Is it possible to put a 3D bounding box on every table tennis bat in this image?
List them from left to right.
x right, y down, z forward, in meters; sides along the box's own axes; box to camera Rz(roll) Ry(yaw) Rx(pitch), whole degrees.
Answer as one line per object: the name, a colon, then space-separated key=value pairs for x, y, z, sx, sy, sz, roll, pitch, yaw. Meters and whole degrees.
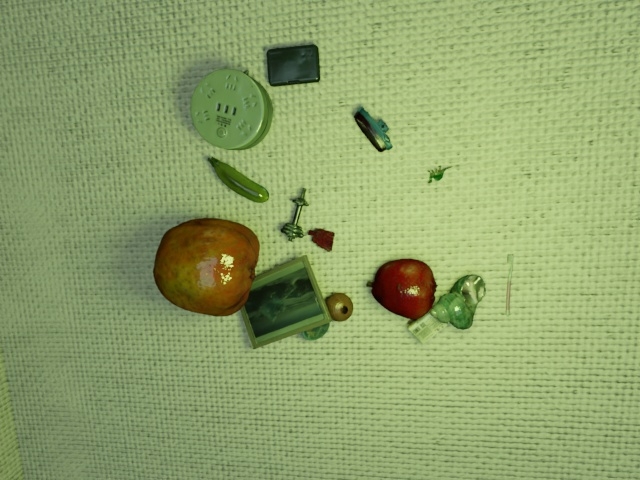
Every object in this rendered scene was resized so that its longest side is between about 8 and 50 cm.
table tennis bat: x=-0.025 y=0.373 z=1.982 sx=0.149 sy=0.038 sz=0.236 roll=-16 pitch=121 yaw=-20

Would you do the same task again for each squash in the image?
squash: x=-0.390 y=-0.274 z=1.955 sx=0.341 sy=0.094 sz=0.094 roll=34 pitch=103 yaw=-1

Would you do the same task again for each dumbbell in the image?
dumbbell: x=-0.108 y=-0.118 z=1.933 sx=0.111 sy=0.110 sz=0.254 roll=16 pitch=96 yaw=6

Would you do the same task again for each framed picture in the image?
framed picture: x=-0.193 y=0.293 z=1.969 sx=0.447 sy=0.028 sz=0.325 roll=-25 pitch=81 yaw=24

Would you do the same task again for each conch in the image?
conch: x=0.600 y=0.278 z=1.826 sx=0.278 sy=0.195 sz=0.220 roll=-19 pitch=117 yaw=-7

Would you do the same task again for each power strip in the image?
power strip: x=-0.386 y=-0.580 z=1.861 sx=0.359 sy=0.161 sz=0.356 roll=1 pitch=100 yaw=9

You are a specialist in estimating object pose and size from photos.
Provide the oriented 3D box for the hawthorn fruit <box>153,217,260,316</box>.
hawthorn fruit: x=-0.493 y=0.096 z=1.853 sx=0.473 sy=0.472 sz=0.470 roll=1 pitch=100 yaw=9

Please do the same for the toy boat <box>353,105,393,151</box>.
toy boat: x=0.237 y=-0.484 z=1.818 sx=0.097 sy=0.100 sz=0.223 roll=-38 pitch=92 yaw=-11

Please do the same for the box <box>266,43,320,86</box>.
box: x=-0.119 y=-0.765 z=1.845 sx=0.231 sy=0.050 sz=0.160 roll=-2 pitch=99 yaw=9

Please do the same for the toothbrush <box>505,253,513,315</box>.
toothbrush: x=0.837 y=0.199 z=1.877 sx=0.025 sy=0.020 sz=0.285 roll=2 pitch=99 yaw=17

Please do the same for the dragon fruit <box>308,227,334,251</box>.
dragon fruit: x=0.001 y=0.002 z=1.967 sx=0.132 sy=0.063 sz=0.096 roll=15 pitch=69 yaw=6

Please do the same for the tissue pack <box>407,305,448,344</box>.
tissue pack: x=0.485 y=0.378 z=1.921 sx=0.149 sy=0.099 sz=0.106 roll=-43 pitch=93 yaw=13

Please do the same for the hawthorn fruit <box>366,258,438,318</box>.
hawthorn fruit: x=0.350 y=0.202 z=1.841 sx=0.308 sy=0.265 sz=0.264 roll=10 pitch=102 yaw=26

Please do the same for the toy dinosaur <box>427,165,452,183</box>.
toy dinosaur: x=0.519 y=-0.293 z=1.844 sx=0.120 sy=0.029 sz=0.060 roll=-22 pitch=111 yaw=6

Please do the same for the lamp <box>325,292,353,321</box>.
lamp: x=0.087 y=0.309 z=1.954 sx=0.137 sy=0.136 sz=0.136 roll=1 pitch=100 yaw=9
